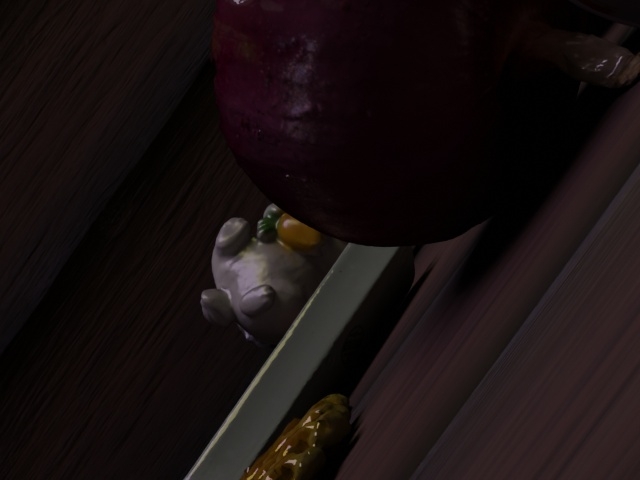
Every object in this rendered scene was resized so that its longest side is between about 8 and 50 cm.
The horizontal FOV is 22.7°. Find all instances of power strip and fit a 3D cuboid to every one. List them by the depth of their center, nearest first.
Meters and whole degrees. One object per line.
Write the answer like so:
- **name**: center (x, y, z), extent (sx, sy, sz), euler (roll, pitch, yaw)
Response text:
- **power strip**: center (-0.012, 0.130, 1.593), extent (0.385, 0.062, 0.091), euler (-55, -26, -28)

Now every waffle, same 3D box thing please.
- **waffle**: center (-0.062, 0.242, 1.345), extent (0.291, 0.051, 0.291), euler (-54, 3, 4)

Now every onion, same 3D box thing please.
- **onion**: center (0.090, -0.151, 1.293), extent (0.358, 0.345, 0.358), euler (-45, -17, -18)

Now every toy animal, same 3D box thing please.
- **toy animal**: center (0.003, 0.005, 1.959), extent (0.325, 0.208, 0.154), euler (-51, -26, -36)

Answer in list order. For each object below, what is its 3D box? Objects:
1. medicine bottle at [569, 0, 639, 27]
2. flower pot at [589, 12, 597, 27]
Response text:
- **medicine bottle**: center (0.168, -0.188, 0.641), extent (0.202, 0.202, 0.316), euler (-54, 1, 5)
- **flower pot**: center (0.223, -0.383, 1.628), extent (0.379, 0.379, 0.251), euler (-55, 16, -24)
